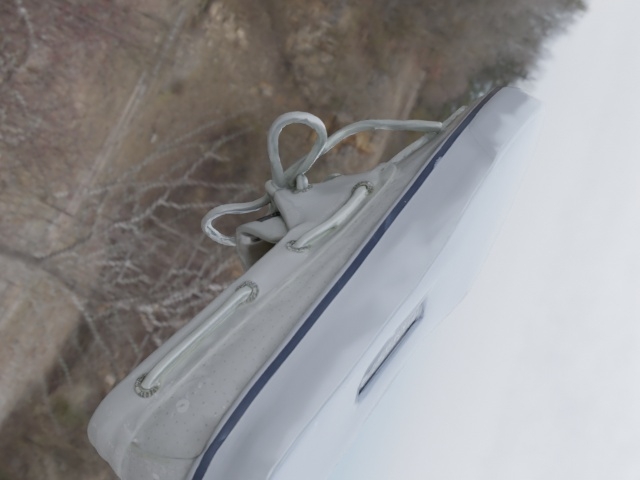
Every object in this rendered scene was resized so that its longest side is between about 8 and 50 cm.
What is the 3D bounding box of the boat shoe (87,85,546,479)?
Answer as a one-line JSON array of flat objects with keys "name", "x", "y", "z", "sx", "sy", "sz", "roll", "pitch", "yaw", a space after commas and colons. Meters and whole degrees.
[{"name": "boat shoe", "x": -0.001, "y": 0.007, "z": 0.578, "sx": 0.367, "sy": 0.156, "sz": 0.136, "roll": -49, "pitch": 157, "yaw": -31}]
